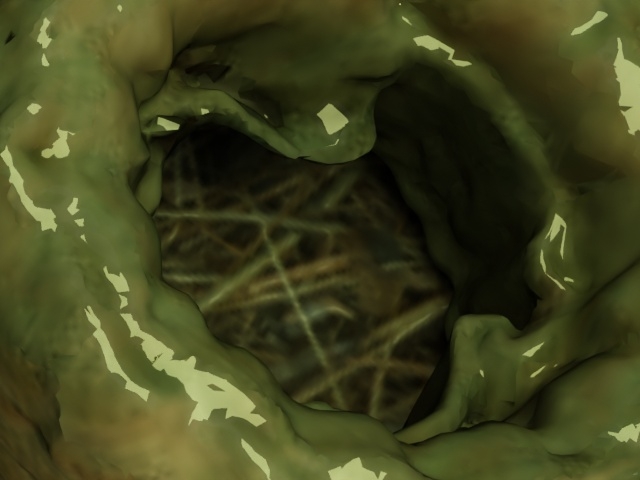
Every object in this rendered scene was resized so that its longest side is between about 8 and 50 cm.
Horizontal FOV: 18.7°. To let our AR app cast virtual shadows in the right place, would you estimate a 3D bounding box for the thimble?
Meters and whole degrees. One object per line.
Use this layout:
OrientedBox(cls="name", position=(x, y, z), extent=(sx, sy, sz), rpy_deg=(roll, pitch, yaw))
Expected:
OrientedBox(cls="thimble", position=(0.000, 0.000, 0.707), extent=(0.291, 0.195, 0.291), rpy_deg=(7, 69, -19))
